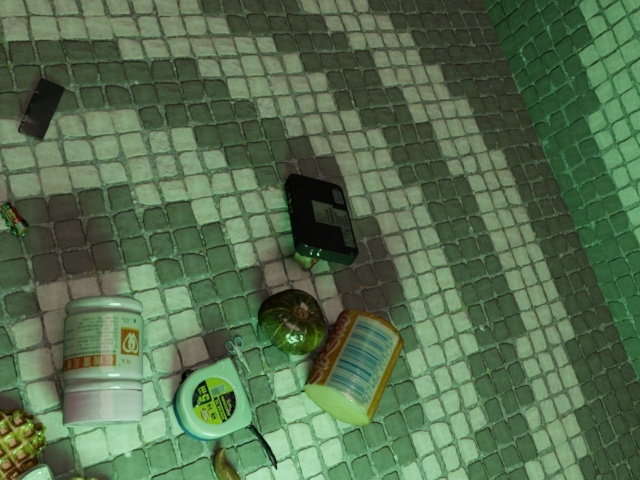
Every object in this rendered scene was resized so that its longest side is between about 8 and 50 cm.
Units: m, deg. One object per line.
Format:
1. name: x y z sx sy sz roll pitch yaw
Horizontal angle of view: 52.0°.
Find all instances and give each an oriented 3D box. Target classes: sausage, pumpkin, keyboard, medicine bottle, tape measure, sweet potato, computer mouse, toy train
1. sausage: 0.105 0.389 2.020 0.233 0.233 0.287 35 59 -13
2. pumpkin: -0.086 0.256 2.019 0.218 0.162 0.219 24 36 -19
3. keyboard: -0.823 -0.388 1.939 0.074 0.015 0.197 22 63 -24
4. medicine bottle: -0.562 0.316 1.706 0.202 0.202 0.316 4 70 -27
5. tape measure: -0.274 0.514 1.839 0.215 0.098 0.352 -16 72 -33
6. sweet potato: -0.249 0.680 1.829 0.055 0.058 0.202 -26 78 9
7. computer mouse: -0.678 0.643 1.600 0.102 0.044 0.199 -28 106 -43
8. toy train: -0.832 -0.061 1.782 0.044 0.064 0.103 -34 90 -31

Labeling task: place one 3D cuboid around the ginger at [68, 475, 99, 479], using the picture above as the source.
1. ginger: -0.560 0.678 1.626 0.216 0.102 0.157 36 51 -37

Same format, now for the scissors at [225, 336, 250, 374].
1. scissors: -0.240 0.348 1.977 0.058 0.014 0.119 -25 81 -32

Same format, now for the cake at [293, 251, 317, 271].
1. cake: 0.005 -0.007 2.177 0.086 0.117 0.220 43 60 3

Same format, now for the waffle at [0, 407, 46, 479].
1. waffle: -0.802 0.525 1.594 0.243 0.058 0.238 11 71 -22

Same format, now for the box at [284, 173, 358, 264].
1. box: -0.002 -0.075 2.153 0.211 0.058 0.350 13 42 -25
